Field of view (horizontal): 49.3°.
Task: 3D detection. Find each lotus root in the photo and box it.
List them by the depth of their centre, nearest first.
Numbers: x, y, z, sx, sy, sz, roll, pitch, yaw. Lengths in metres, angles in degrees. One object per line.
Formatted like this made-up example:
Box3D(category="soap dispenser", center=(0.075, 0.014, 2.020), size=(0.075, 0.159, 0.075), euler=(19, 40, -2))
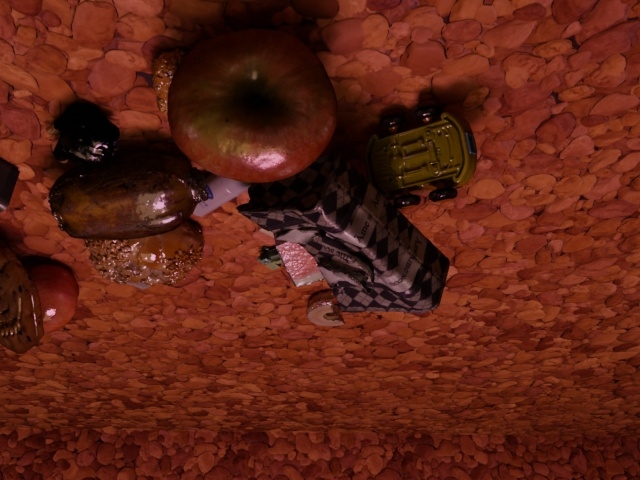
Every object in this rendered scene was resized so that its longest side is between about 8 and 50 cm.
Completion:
Box3D(category="lotus root", center=(-0.434, -0.098, 1.577), size=(0.397, 0.179, 0.196), euler=(-8, 138, 14))

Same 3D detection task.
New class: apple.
Box3D(category="apple", center=(-0.121, -0.240, 1.286), size=(0.309, 0.277, 0.250), euler=(20, 177, 3))
Box3D(category="apple", center=(-0.780, 0.171, 1.992), size=(0.164, 0.209, 0.209), euler=(21, 142, -25))

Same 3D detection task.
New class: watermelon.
Box3D(category="watermelon", center=(0.000, 0.000, 1.735), size=(0.226, 0.148, 0.318), euler=(13, 144, -38))

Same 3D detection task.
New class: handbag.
Box3D(category="handbag", center=(0.042, -0.002, 1.527), size=(0.316, 0.180, 0.416), euler=(-5, 143, 46))

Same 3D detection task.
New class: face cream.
Box3D(category="face cream", center=(-0.208, -0.137, 1.612), size=(0.250, 0.077, 0.077), euler=(-27, 139, 34))

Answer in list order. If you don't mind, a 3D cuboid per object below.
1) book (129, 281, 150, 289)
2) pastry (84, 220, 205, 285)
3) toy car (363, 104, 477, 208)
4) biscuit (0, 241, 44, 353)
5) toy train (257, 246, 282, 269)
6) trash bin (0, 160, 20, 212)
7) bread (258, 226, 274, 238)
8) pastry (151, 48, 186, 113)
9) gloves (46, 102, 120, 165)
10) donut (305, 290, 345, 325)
Box3D(category="book", center=(-0.517, 0.093, 2.039), size=(0.181, 0.014, 0.127), euler=(-25, 140, 35))
Box3D(category="pastry", center=(-0.459, 0.031, 1.807), size=(0.310, 0.162, 0.255), euler=(13, 144, -22))
Box3D(category="toy car", center=(0.222, -0.174, 1.473), size=(0.248, 0.200, 0.142), euler=(-7, 180, 35))
Box3D(category="biscuit", center=(-0.873, 0.145, 1.889), size=(0.359, 0.359, 0.046), euler=(-31, 180, 40))
Box3D(category="toy train", center=(-0.112, 0.043, 1.928), size=(0.122, 0.050, 0.081), euler=(-16, 149, 23))
Box3D(category="trash bin", center=(-0.833, -0.150, 1.560), size=(0.164, 0.122, 0.240), euler=(-20, 140, 28))
Box3D(category="bread", center=(-0.091, -0.049, 1.801), size=(0.068, 0.028, 0.153), euler=(26, 140, -35))
Box3D(category="pastry", center=(-0.290, -0.308, 1.362), size=(0.080, 0.056, 0.140), euler=(-9, 146, -6))
Box3D(category="gloves", center=(-0.515, -0.201, 1.487), size=(0.129, 0.106, 0.180), euler=(21, 138, -33))
Box3D(category="donut", center=(0.009, 0.216, 2.186), size=(0.108, 0.065, 0.166), euler=(-9, 148, 14))
